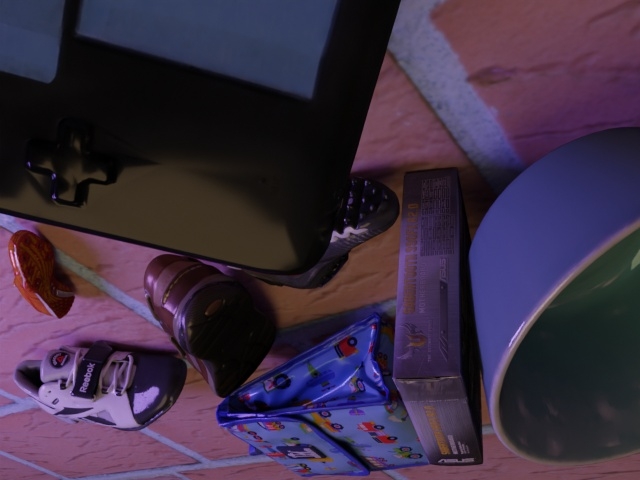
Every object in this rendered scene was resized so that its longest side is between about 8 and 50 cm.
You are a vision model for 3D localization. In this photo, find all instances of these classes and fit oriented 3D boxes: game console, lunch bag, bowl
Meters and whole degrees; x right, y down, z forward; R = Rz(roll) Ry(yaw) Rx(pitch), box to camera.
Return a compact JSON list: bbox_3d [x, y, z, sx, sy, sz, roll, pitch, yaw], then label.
[{"bbox_3d":[-0.115,-0.190,0.318,0.342,0.060,0.386,15,108,-4],"label":"game console"},{"bbox_3d":[0.013,0.250,0.913,0.293,0.138,0.221,-24,135,23],"label":"lunch bag"},{"bbox_3d":[0.250,0.030,0.541,0.312,0.163,0.311,-10,129,-13],"label":"bowl"}]

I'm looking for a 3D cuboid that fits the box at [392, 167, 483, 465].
[{"bbox_3d":[0.120,0.075,0.623,0.056,0.231,0.183,-6,140,18],"label":"box"}]

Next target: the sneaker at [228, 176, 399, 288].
[{"bbox_3d":[0.000,0.000,0.689,0.234,0.078,0.106,-18,137,37],"label":"sneaker"}]

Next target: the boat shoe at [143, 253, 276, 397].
[{"bbox_3d":[-0.145,0.107,0.845,0.120,0.122,0.324,36,158,20],"label":"boat shoe"}]

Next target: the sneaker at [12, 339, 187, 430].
[{"bbox_3d":[-0.371,0.230,1.035,0.331,0.122,0.146,-14,139,28],"label":"sneaker"}]

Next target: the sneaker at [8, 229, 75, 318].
[{"bbox_3d":[-0.389,0.049,0.857,0.068,0.064,0.175,16,141,9],"label":"sneaker"}]
